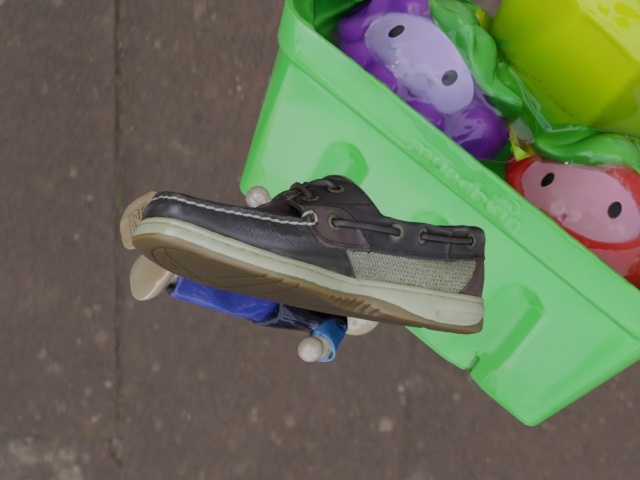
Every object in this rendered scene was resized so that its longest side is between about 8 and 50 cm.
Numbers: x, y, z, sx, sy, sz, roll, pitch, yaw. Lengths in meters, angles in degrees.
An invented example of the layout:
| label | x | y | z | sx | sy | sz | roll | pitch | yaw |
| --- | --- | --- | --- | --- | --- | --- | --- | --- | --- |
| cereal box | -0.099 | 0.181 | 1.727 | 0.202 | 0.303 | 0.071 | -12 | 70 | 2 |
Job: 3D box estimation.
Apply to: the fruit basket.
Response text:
| label | x | y | z | sx | sy | sz | roll | pitch | yaw |
| --- | --- | --- | --- | --- | --- | --- | --- | --- | --- |
| fruit basket | 0.173 | -0.109 | 1.084 | 0.392 | 0.283 | 0.392 | 9 | 112 | 22 |

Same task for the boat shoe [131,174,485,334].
| label | x | y | z | sx | sy | sz | roll | pitch | yaw |
| --- | --- | --- | --- | --- | --- | --- | --- | --- | --- |
| boat shoe | 0.000 | 0.000 | 0.542 | 0.152 | 0.056 | 0.049 | 16 | 79 | -38 |

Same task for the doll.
| label | x | y | z | sx | sy | sz | roll | pitch | yaw |
| --- | --- | --- | --- | --- | --- | --- | --- | --- | --- |
| doll | -0.031 | 0.019 | 0.891 | 0.189 | 0.129 | 0.046 | 19 | 131 | -39 |
